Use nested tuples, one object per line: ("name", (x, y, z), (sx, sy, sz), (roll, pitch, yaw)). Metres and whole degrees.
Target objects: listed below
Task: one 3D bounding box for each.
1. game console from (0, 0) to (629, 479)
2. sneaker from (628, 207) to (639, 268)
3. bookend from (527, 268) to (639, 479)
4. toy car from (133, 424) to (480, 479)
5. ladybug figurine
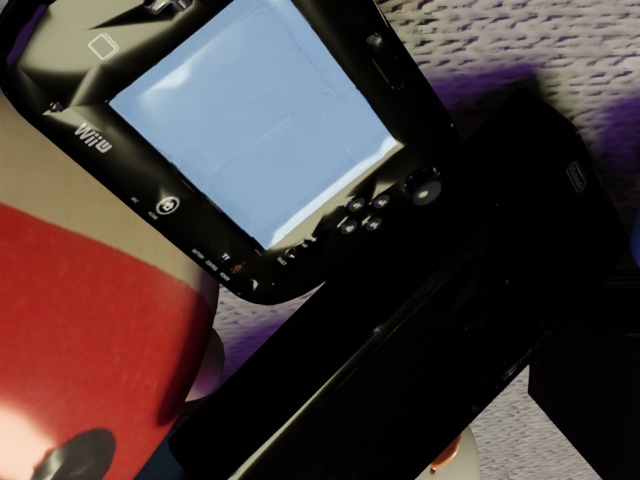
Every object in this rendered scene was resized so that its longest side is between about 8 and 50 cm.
("game console", (0.000, 0.000, 0.519), (0.213, 0.044, 0.361), (-46, 145, -1))
("sneaker", (0.235, -0.037, 0.605), (0.209, 0.069, 0.082), (-24, -173, 10))
("bookend", (0.201, 0.069, 0.676), (0.156, 0.072, 0.157), (0, -165, -9))
("toy car", (0.014, 0.140, 0.801), (0.219, 0.210, 0.238), (26, 112, -24))
("ladybug figurine", (-0.241, 0.038, 0.536), (0.449, 0.162, 0.305), (9, 148, -25))
